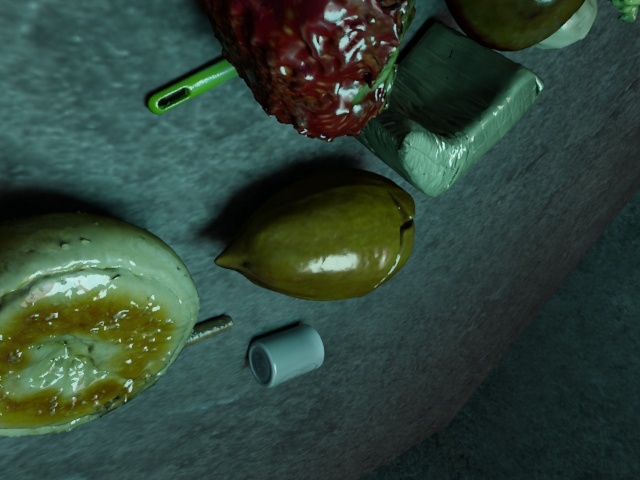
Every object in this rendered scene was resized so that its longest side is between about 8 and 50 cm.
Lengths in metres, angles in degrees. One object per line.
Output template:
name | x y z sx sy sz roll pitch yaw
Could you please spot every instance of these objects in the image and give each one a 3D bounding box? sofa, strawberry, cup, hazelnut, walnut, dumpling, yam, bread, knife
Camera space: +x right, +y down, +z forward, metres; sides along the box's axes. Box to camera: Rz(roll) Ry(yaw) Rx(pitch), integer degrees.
sofa | 0.146 -0.206 0.681 0.225 0.210 0.176 -43 146 5
strawberry | -0.015 -0.243 0.475 0.274 0.220 0.274 16 90 -88
cup | -0.076 0.251 1.040 0.133 0.099 0.136 -12 135 -40
hazelnut | 0.239 -0.357 0.612 0.229 0.229 0.230 -28 144 -23
walnut | 0.000 0.000 0.762 0.336 0.209 0.209 -14 137 -27
dumpling | 0.374 -0.375 0.818 0.199 0.136 0.119 -37 116 -48
yam | -0.219 0.163 0.853 0.145 0.032 0.032 -16 138 -34
bread | -0.296 0.091 0.576 0.305 0.158 0.306 -29 141 -26
knife | -0.108 -0.208 0.575 0.212 0.015 0.054 -34 145 -15

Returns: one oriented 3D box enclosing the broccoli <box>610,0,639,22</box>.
broccoli | 0.530 -0.500 0.682 0.347 0.280 0.294 29 95 -46
